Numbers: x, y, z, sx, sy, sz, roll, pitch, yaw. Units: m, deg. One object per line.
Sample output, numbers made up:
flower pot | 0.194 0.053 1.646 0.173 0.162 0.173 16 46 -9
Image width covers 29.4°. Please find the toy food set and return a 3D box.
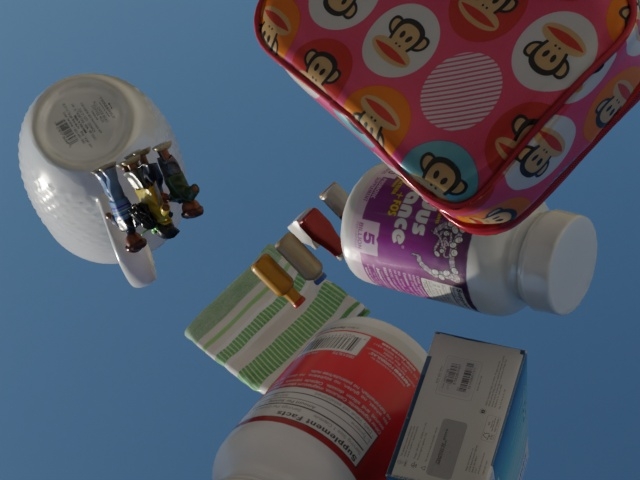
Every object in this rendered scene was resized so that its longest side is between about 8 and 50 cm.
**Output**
toy food set | 0.000 0.000 2.073 0.104 0.111 0.232 46 -124 -5

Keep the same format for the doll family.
doll family | -0.202 -0.046 1.424 0.076 0.111 0.193 -31 -167 -22

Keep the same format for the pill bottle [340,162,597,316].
pill bottle | 0.188 0.002 1.553 0.301 0.169 0.169 13 -149 37

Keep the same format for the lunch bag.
lunch bag | 0.114 -0.178 0.966 0.293 0.258 0.120 47 -170 30

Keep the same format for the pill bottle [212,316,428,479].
pill bottle | -0.004 0.300 1.695 0.229 0.229 0.408 15 -145 23

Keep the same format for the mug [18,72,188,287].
mug | -0.360 -0.095 2.076 0.276 0.328 0.374 -20 -107 -7

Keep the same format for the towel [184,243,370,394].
towel | -0.085 0.143 2.207 0.248 0.038 0.325 -45 -142 -12

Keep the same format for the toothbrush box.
toothbrush box | 0.187 0.293 1.593 0.126 0.295 0.216 11 -123 19
